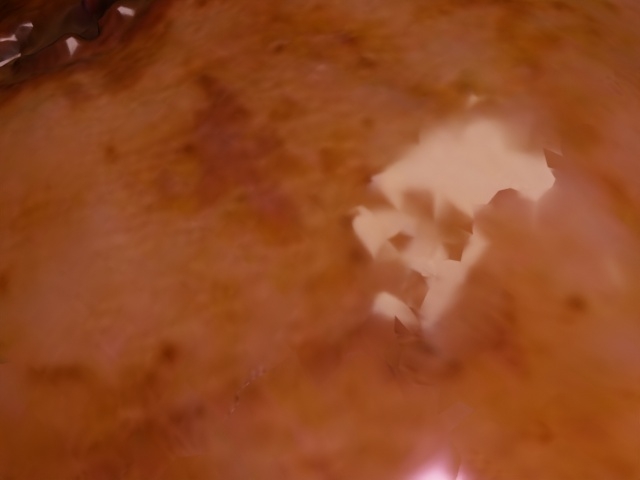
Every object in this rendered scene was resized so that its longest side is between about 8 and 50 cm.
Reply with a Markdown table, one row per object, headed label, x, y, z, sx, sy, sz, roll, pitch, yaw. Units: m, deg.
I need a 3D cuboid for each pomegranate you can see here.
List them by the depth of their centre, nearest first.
| label | x | y | z | sx | sy | sz | roll | pitch | yaw |
| --- | --- | --- | --- | --- | --- | --- | --- | --- | --- |
| pomegranate | 0.025 | 0.087 | 0.527 | 0.410 | 0.410 | 0.410 | 14 | 33 | -10 |
